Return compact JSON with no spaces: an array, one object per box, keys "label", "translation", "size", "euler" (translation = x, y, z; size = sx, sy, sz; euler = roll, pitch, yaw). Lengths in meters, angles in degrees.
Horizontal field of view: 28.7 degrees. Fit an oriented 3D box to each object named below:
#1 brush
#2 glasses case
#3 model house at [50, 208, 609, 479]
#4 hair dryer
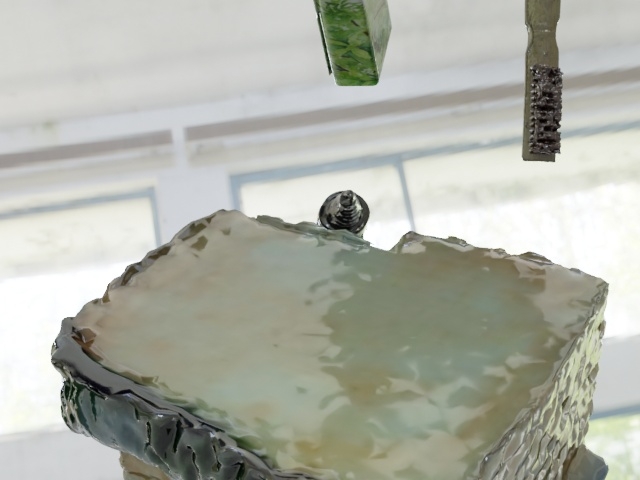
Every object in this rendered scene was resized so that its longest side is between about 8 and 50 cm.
[{"label":"brush","translation":[0.247,-0.210,1.371],"size":[0.043,0.248,0.036],"euler":[2,1,-16]},{"label":"glasses case","translation":[0.013,-0.276,1.166],"size":[0.062,0.095,0.272],"euler":[1,-43,16]},{"label":"model house","translation":[0.010,0.236,1.190],"size":[0.445,0.395,0.400],"euler":[13,-54,25]},{"label":"hair dryer","translation":[0.000,0.000,1.411],"size":[0.189,0.107,0.352],"euler":[16,-19,2]}]
